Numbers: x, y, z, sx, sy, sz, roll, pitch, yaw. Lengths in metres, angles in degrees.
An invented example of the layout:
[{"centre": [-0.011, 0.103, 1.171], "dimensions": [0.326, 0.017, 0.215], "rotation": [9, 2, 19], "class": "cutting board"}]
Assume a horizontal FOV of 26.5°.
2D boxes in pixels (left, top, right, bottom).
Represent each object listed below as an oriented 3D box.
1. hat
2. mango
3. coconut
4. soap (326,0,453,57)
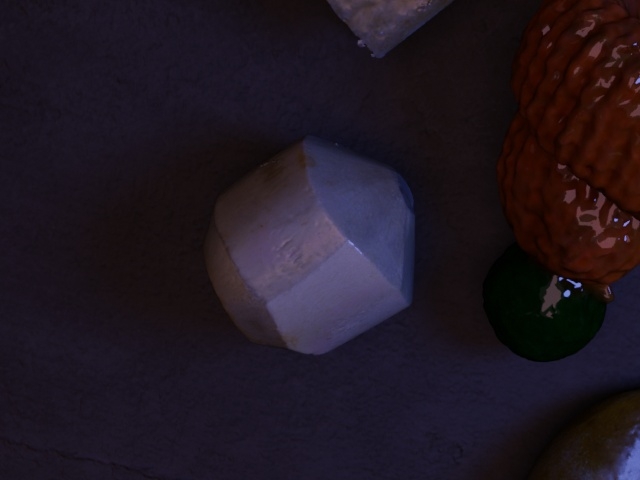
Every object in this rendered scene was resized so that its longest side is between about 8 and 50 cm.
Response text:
[{"centre": [0.285, -0.073, 1.404], "dimensions": [0.285, 0.285, 0.400], "rotation": [35, 132, 2], "class": "hat"}, {"centre": [0.320, 0.291, 1.481], "dimensions": [0.192, 0.146, 0.316], "rotation": [29, 98, -3], "class": "mango"}, {"centre": [0.002, 0.003, 1.447], "dimensions": [0.241, 0.241, 0.241], "rotation": [2, 101, 10], "class": "coconut"}, {"centre": [0.095, -0.406, 1.371], "dimensions": [0.338, 0.169, 0.304], "rotation": [-37, 103, 14], "class": "soap"}]
